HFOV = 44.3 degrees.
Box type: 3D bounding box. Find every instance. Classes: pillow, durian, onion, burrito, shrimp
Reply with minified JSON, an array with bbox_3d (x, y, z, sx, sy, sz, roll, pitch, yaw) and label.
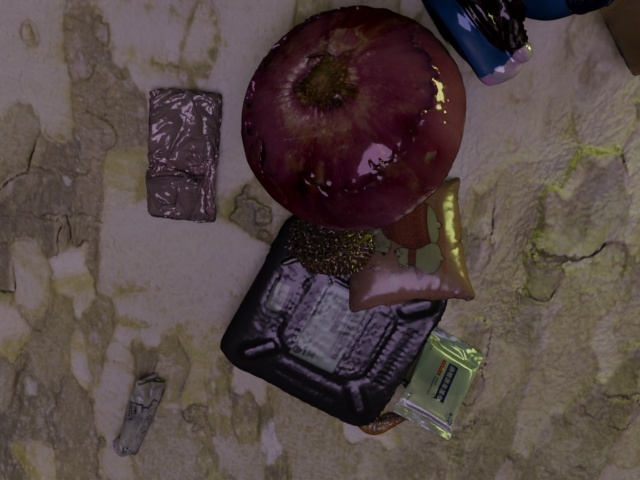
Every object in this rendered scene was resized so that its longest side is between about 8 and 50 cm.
[{"bbox_3d":[-0.249,-0.149,1.415,0.135,0.049,0.248,8,110,4],"label":"pillow"},{"bbox_3d":[0.000,0.000,1.353,0.189,0.091,0.148,-28,74,26],"label":"durian"},{"bbox_3d":[0.153,0.005,1.395,0.224,0.084,0.236,-3,80,0],"label":"pillow"},{"bbox_3d":[0.049,-0.180,1.259,0.359,0.358,0.345,3,155,2],"label":"onion"},{"bbox_3d":[-0.379,0.367,1.629,0.064,0.064,0.203,23,111,-7],"label":"burrito"},{"bbox_3d":[0.130,0.357,1.617,0.127,0.025,0.091,-16,109,12],"label":"shrimp"}]

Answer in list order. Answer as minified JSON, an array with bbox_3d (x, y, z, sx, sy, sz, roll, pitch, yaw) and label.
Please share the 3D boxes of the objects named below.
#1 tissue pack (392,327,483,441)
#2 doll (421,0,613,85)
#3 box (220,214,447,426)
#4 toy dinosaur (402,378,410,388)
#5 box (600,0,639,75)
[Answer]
[{"bbox_3d":[0.230,0.273,1.519,0.123,0.026,0.193,29,67,0],"label":"tissue pack"},{"bbox_3d":[0.306,-0.416,1.175,0.310,0.284,0.240,-37,149,12],"label":"doll"},{"bbox_3d":[0.023,0.157,1.501,0.350,0.091,0.359,26,106,-7],"label":"box"},{"bbox_3d":[0.197,0.318,1.555,0.132,0.096,0.059,48,108,18],"label":"toy dinosaur"},{"bbox_3d":[0.524,-0.349,1.266,0.111,0.111,0.177,-29,108,14],"label":"box"}]
